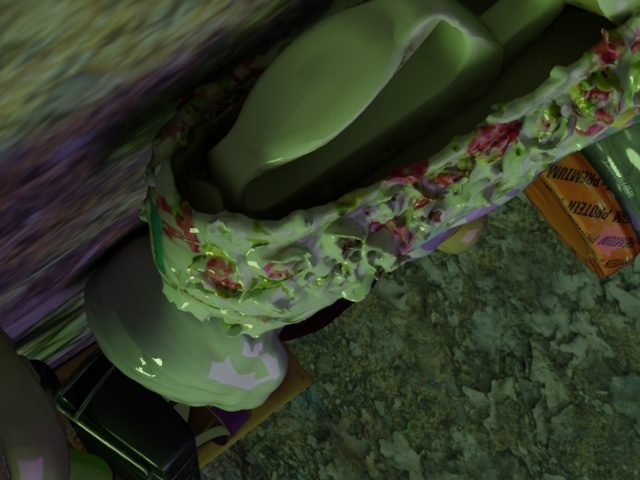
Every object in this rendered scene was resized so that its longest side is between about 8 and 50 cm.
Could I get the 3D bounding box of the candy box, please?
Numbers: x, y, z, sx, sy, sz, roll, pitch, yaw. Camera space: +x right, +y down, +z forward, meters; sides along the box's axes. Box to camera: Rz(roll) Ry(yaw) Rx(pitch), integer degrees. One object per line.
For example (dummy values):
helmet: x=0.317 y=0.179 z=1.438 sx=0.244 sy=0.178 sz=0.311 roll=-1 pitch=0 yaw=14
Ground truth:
candy box: x=-0.107 y=0.106 z=1.035 sx=0.187 sy=0.109 sz=0.053 roll=-35 pitch=178 yaw=-36

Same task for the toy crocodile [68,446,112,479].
toy crocodile: x=-0.222 y=0.188 z=0.595 sx=0.340 sy=0.105 sz=0.115 roll=-37 pitch=152 yaw=4

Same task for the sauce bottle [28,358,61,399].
sauce bottle: x=-0.171 y=0.093 z=0.701 sx=0.042 sy=0.042 sz=0.128 roll=-38 pitch=180 yaw=42

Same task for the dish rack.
dish rack: x=-0.158 y=0.193 z=0.781 sx=0.271 sy=0.074 sz=0.208 roll=-52 pitch=171 yaw=-15

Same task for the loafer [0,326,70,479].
loafer: x=-0.167 y=0.108 z=0.434 sx=0.092 sy=0.102 sz=0.268 roll=-28 pitch=162 yaw=-49

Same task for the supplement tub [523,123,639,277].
supplement tub: x=0.279 y=-0.125 z=1.073 sx=0.316 sy=0.193 sz=0.193 roll=-36 pitch=178 yaw=0

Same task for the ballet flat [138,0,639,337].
ballet flat: x=0.049 y=-0.060 z=0.438 sx=0.241 sy=0.091 sz=0.077 roll=-40 pitch=156 yaw=-3

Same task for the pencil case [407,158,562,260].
pencil case: x=0.090 y=-0.073 z=0.615 sx=0.206 sy=0.086 sz=0.088 roll=-38 pitch=-164 yaw=28

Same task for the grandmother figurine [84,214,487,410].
grandmother figurine: x=0.000 y=0.000 z=0.773 sx=0.342 sy=0.104 sz=0.207 roll=-26 pitch=147 yaw=-60
